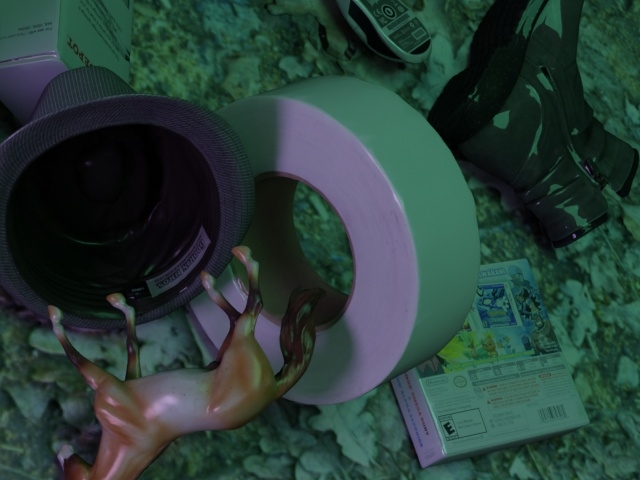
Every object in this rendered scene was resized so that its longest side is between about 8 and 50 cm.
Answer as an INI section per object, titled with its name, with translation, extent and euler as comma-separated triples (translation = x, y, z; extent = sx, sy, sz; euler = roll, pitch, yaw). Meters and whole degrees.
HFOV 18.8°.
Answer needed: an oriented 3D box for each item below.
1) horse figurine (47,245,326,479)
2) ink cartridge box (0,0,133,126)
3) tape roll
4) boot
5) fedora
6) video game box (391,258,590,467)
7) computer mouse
[horse figurine]
translation = -0.114, 0.111, 1.629
extent = 0.263, 0.066, 0.174
euler = -17, 72, 2
[ink cartridge box]
translation = -0.237, -0.208, 1.751
extent = 0.153, 0.087, 0.208
euler = 55, 30, -56
[tape roll]
translation = 0.000, 0.000, 1.723
extent = 0.100, 0.286, 0.286
euler = -24, 82, -48
[boot]
translation = 0.269, -0.162, 2.138
extent = 0.223, 0.118, 0.338
euler = 42, 60, -14
[fedora]
translation = -0.186, -0.053, 1.664
extent = 0.244, 0.275, 0.124
euler = -19, 45, -3
[video game box]
translation = 0.155, 0.119, 1.933
extent = 0.205, 0.048, 0.187
euler = -7, 73, -38
[computer mouse]
translation = 0.039, -0.254, 2.054
extent = 0.193, 0.042, 0.106
euler = 50, 43, 4
